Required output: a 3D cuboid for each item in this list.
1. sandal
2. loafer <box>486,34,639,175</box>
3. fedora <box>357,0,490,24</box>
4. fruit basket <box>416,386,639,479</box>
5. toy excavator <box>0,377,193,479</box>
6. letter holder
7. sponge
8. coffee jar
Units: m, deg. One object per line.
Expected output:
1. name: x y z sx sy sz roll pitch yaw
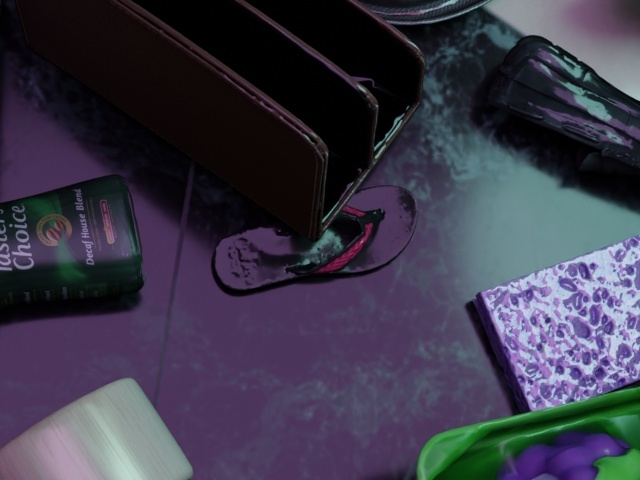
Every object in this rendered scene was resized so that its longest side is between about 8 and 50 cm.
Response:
1. sandal: 0.000 0.000 1.481 0.179 0.040 0.067 -17 78 -11
2. loafer: 0.245 -0.089 1.526 0.223 0.076 0.078 32 105 -5
3. fedora: 0.089 -0.319 1.525 0.275 0.124 0.244 -43 86 -14
4. fruit basket: 0.242 0.285 1.278 0.283 0.392 0.392 -11 79 -16
5. toy excavator: -0.337 0.270 1.208 0.445 0.433 0.222 -31 83 -33
6. letter holder: -0.080 -0.170 1.400 0.302 0.214 0.152 34 75 10
7. sponge: 0.245 0.064 1.504 0.210 0.031 0.117 -19 80 -12
8. coffee jar: -0.236 0.009 1.427 0.184 0.079 0.096 -11 79 -10
